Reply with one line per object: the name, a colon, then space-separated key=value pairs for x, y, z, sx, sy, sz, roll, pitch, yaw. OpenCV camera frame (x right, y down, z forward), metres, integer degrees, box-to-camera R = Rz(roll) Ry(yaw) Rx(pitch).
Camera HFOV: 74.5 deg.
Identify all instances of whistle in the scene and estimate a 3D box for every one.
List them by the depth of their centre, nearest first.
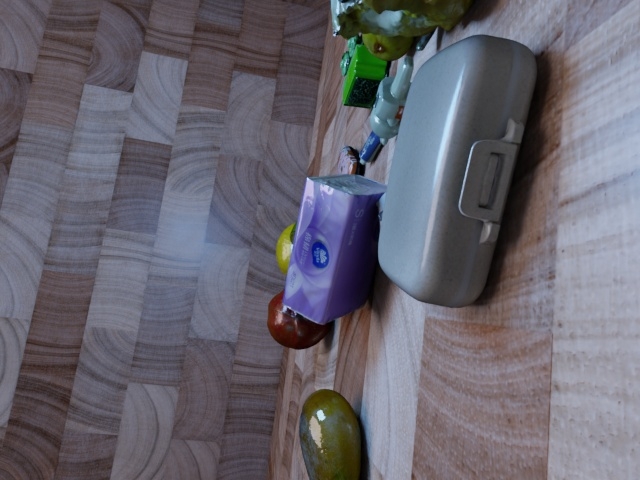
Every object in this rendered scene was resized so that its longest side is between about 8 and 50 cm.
whistle: x=0.178 y=-0.330 z=1.011 sx=0.102 sy=0.105 sz=0.253 roll=61 pitch=163 yaw=21

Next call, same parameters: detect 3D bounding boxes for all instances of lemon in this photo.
lemon: x=-0.085 y=0.050 z=1.881 sx=0.233 sy=0.233 sz=0.288 roll=117 pitch=157 yaw=-63

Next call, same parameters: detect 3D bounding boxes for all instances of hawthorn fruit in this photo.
hawthorn fruit: x=-0.081 y=0.275 z=1.542 sx=0.300 sy=0.254 sz=0.254 roll=86 pitch=-170 yaw=-77

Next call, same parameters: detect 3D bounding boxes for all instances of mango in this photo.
mango: x=0.033 y=0.518 z=1.014 sx=0.193 sy=0.146 sz=0.316 roll=106 pitch=154 yaw=-44

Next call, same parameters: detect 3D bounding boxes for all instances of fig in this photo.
fig: x=0.192 y=-0.558 z=1.093 sx=0.186 sy=0.148 sz=0.142 roll=-44 pitch=-26 yaw=-27

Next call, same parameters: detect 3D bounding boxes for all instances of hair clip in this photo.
hair clip: x=0.254 y=-0.521 z=0.920 sx=0.066 sy=0.036 sz=0.229 roll=-170 pitch=95 yaw=-76

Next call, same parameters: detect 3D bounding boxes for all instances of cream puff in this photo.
cream puff: x=0.155 y=-0.528 z=0.779 sx=0.323 sy=0.269 sz=0.274 roll=-134 pitch=34 yaw=-66

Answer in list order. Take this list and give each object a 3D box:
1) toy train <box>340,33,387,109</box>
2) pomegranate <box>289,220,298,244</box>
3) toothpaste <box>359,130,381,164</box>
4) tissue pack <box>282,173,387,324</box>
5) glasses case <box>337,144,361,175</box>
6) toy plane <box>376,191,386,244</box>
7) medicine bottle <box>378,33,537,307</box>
toy train: x=0.141 y=-0.563 z=1.380 sx=0.243 sy=0.132 sz=0.188 roll=118 pitch=154 yaw=-71
pomegranate: x=0.005 y=-0.004 z=1.663 sx=0.159 sy=0.241 sz=0.190 roll=-48 pitch=19 yaw=-26
toothpaste: x=0.169 y=-0.305 z=1.228 sx=0.268 sy=0.047 sz=0.069 roll=122 pitch=168 yaw=-59
tissue pack: x=0.051 y=0.017 z=1.050 sx=0.242 sy=0.160 sz=0.338 roll=-17 pitch=-56 yaw=-53
glasses case: x=0.102 y=-0.271 z=1.518 sx=0.267 sy=0.067 sz=0.103 roll=-102 pitch=24 yaw=-65
toy plane: x=0.162 y=-0.040 z=0.907 sx=0.174 sy=0.080 sz=0.174 roll=-1 pitch=-90 yaw=-84
medicine bottle: x=0.189 y=-0.100 z=0.652 sx=0.282 sy=0.122 sz=0.375 roll=-130 pitch=50 yaw=-76
